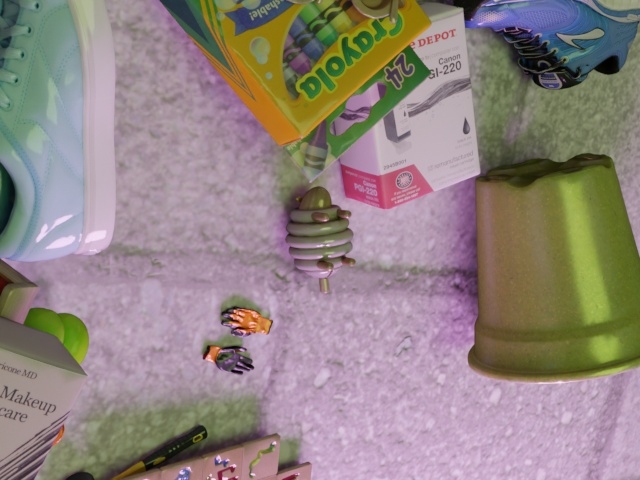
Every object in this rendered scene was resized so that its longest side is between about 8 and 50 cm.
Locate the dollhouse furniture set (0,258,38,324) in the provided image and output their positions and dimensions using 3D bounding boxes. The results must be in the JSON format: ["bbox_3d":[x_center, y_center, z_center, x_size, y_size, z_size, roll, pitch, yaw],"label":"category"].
[{"bbox_3d":[-0.364,0.007,1.038,0.129,0.184,0.129,-3,122,-63],"label":"dollhouse furniture set"}]

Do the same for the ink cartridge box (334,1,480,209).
[{"bbox_3d":[0.101,-0.167,1.393,0.159,0.092,0.218,-22,113,-27],"label":"ink cartridge box"}]

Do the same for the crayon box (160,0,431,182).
[{"bbox_3d":[-0.029,-0.250,1.216,0.203,0.083,0.323,-43,102,-16],"label":"crayon box"}]

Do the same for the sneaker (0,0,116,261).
[{"bbox_3d":[-0.290,-0.145,1.110,0.150,0.135,0.366,-15,111,-33],"label":"sneaker"}]

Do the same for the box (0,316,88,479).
[{"bbox_3d":[-0.324,0.204,1.005,0.113,0.094,0.275,24,95,-37],"label":"box"}]

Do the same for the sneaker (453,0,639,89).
[{"bbox_3d":[0.301,-0.267,1.470,0.330,0.130,0.147,-1,105,-37],"label":"sneaker"}]

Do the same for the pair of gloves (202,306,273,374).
[{"bbox_3d":[-0.100,0.123,1.396,0.074,0.010,0.083,23,92,-37],"label":"pair of gloves"}]

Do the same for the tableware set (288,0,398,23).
[{"bbox_3d":[0.027,-0.302,1.183,0.169,0.020,0.141,13,83,-18],"label":"tableware set"}]

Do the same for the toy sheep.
[{"bbox_3d":[0.000,0.000,1.377,0.091,0.091,0.132,-6,99,-32],"label":"toy sheep"}]

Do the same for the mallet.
[{"bbox_3d":[-0.218,0.263,1.348,0.190,0.039,0.062,-34,124,-26],"label":"mallet"}]

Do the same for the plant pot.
[{"bbox_3d":[0.313,0.024,1.511,0.276,0.276,0.254,-15,101,-30],"label":"plant pot"}]

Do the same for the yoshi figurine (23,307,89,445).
[{"bbox_3d":[-0.375,0.198,1.167,0.203,0.203,0.362,35,97,-3],"label":"yoshi figurine"}]

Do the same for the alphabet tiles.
[{"bbox_3d":[-0.156,0.392,1.417,0.342,0.011,0.285,-10,115,-36],"label":"alphabet tiles"}]
